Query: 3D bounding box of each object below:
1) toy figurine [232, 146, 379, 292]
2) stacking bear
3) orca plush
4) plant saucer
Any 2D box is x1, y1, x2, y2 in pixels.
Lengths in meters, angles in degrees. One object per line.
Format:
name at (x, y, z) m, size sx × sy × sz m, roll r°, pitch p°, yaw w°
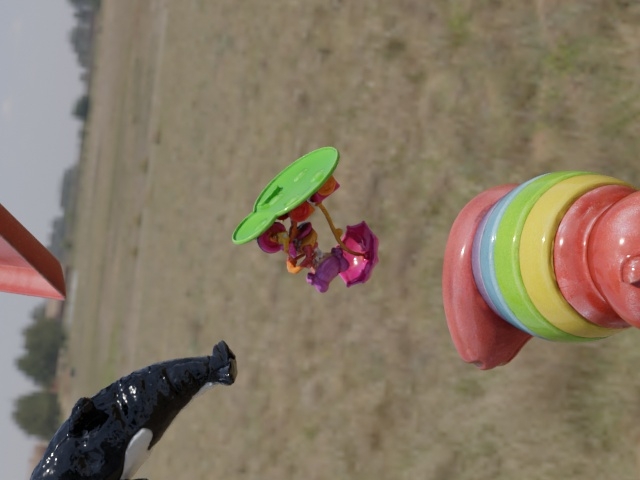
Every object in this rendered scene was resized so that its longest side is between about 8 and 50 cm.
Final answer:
toy figurine at (0.000, 0.000, 1.736) m, size 0.173 × 0.159 × 0.130 m, roll -46°, pitch 22°, yaw -19°
stacking bear at (0.236, 0.019, 1.203) m, size 0.289 × 0.175 × 0.164 m, roll -7°, pitch 103°, yaw 69°
orca plush at (-0.223, 0.205, 1.546) m, size 0.102 × 0.287 × 0.151 m, roll 41°, pitch -154°, yaw -53°
plant saucer at (-0.497, -0.020, 1.982) m, size 0.258 × 0.259 × 0.048 m, roll 4°, pitch 54°, yaw 46°
